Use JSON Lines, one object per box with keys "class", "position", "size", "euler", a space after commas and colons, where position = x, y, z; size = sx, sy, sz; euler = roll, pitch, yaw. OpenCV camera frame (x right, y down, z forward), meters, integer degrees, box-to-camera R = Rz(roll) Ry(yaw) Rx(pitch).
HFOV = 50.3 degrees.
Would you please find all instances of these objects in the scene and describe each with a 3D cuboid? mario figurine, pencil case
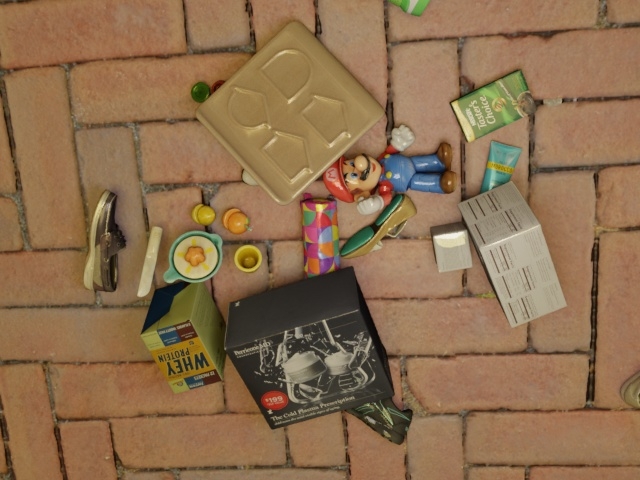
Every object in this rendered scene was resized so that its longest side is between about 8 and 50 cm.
{"class": "mario figurine", "position": [0.165, -0.170, 1.647], "size": [0.320, 0.198, 0.170], "euler": [-6, 116, 1]}
{"class": "pencil case", "position": [0.000, 0.000, 1.748], "size": [0.104, 0.104, 0.237], "euler": [-1, 102, 4]}

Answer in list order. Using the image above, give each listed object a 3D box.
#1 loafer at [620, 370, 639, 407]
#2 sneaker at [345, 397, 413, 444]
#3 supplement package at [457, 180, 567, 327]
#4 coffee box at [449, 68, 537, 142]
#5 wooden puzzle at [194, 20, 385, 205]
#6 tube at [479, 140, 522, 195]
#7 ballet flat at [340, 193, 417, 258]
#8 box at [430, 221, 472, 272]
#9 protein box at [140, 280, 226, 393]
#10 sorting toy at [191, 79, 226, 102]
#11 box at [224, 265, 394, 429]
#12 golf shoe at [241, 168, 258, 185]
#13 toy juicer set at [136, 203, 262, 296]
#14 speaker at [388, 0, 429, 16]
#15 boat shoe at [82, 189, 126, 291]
{"class": "loafer", "position": [0.905, 0.346, 1.770], "size": [0.102, 0.092, 0.269], "euler": [37, 104, -6]}
{"class": "sneaker", "position": [0.130, 0.447, 1.864], "size": [0.267, 0.101, 0.106], "euler": [34, 82, -4]}
{"class": "supplement package", "position": [0.457, 0.032, 1.628], "size": [0.145, 0.204, 0.262], "euler": [-23, 123, 10]}
{"class": "coffee box", "position": [0.421, -0.326, 1.662], "size": [0.184, 0.040, 0.113], "euler": [-23, 101, 9]}
{"class": "wooden puzzle", "position": [-0.072, -0.303, 1.640], "size": [0.348, 0.080, 0.322], "euler": [-43, 85, -5]}
{"class": "tube", "position": [0.436, -0.139, 1.708], "size": [0.080, 0.052, 0.207], "euler": [13, 100, -11]}
{"class": "ballet flat", "position": [0.153, -0.018, 1.743], "size": [0.232, 0.080, 0.073], "euler": [-43, 113, 14]}
{"class": "box", "position": [0.329, 0.016, 1.723], "size": [0.087, 0.101, 0.102], "euler": [-9, 103, 7]}
{"class": "protein box", "position": [-0.341, 0.241, 1.753], "size": [0.135, 0.200, 0.201], "euler": [-17, 119, 8]}
{"class": "sorting toy", "position": [-0.270, -0.365, 1.706], "size": [0.101, 0.042, 0.061], "euler": [-3, 89, 17]}
{"class": "box", "position": [-0.025, 0.276, 1.726], "size": [0.343, 0.179, 0.313], "euler": [-18, 122, 8]}
{"class": "golf shoe", "position": [-0.109, -0.176, 1.711], "size": [0.198, 0.094, 0.077], "euler": [-11, 104, 8]}
{"class": "toy juicer set", "position": [-0.323, 0.008, 1.731], "size": [0.328, 0.089, 0.209], "euler": [-12, 75, -4]}
{"class": "speaker", "position": [0.129, -0.637, 1.560], "size": [0.296, 0.131, 0.131], "euler": [30, 104, -3]}
{"class": "boat shoe", "position": [-0.555, 0.007, 1.788], "size": [0.092, 0.103, 0.285], "euler": [14, 108, -5]}
